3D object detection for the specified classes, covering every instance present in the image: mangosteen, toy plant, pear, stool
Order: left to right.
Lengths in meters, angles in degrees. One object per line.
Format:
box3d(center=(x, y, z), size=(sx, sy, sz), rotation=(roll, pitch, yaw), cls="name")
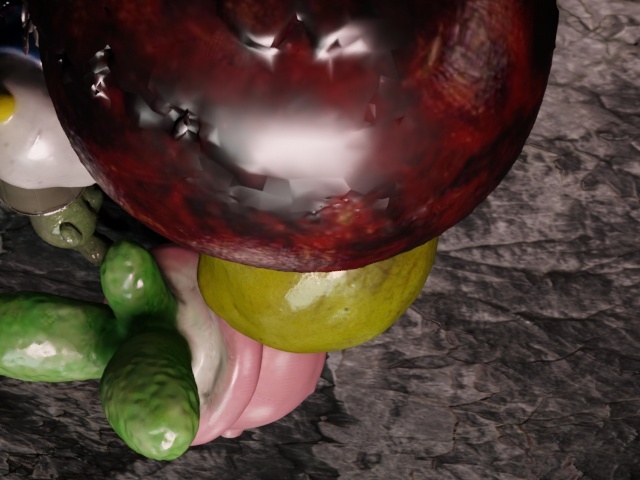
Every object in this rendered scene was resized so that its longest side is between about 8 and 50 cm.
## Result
box3d(center=(-0.276, -0.084, 1.912), size=(0.096, 0.096, 0.110), rotation=(4, 147, 8), cls="stool")
box3d(center=(-0.142, 0.113, 2.004), size=(0.317, 0.210, 0.356), rotation=(25, -170, 35), cls="toy plant")
box3d(center=(-0.024, -0.181, 1.410), size=(0.381, 0.421, 0.381), rotation=(-3, 115, -6), cls="mangosteen")
box3d(center=(0.000, 0.000, 1.872), size=(0.212, 0.212, 0.269), rotation=(29, 134, -35), cls="pear")

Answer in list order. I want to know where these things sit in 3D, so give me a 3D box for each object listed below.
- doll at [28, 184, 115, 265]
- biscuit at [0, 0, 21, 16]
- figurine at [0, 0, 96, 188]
box3d(center=(-0.256, -0.021, 2.070), size=(0.115, 0.077, 0.150), rotation=(40, 174, 20), cls="doll")
box3d(center=(-0.278, -0.148, 1.780), size=(0.195, 0.053, 0.194), rotation=(5, 130, 6), cls="biscuit")
box3d(center=(-0.233, -0.158, 1.620), size=(0.338, 0.283, 0.204), rotation=(-3, 152, -46), cls="figurine")
